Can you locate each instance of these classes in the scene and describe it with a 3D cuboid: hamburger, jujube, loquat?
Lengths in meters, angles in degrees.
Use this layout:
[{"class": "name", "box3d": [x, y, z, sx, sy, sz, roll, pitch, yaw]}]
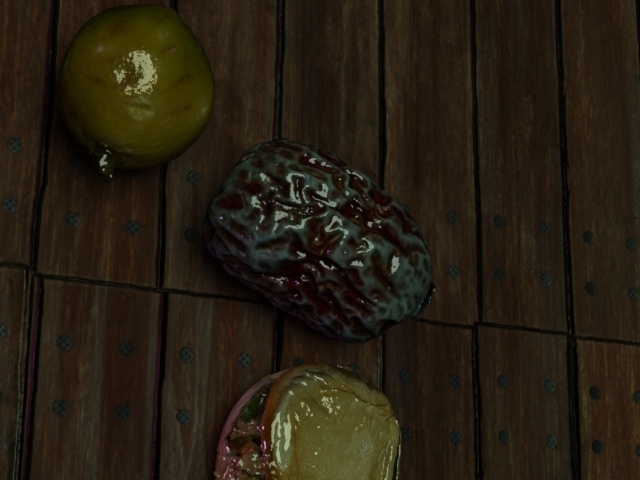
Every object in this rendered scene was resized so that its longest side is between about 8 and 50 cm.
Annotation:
[{"class": "hamburger", "box3d": [-0.015, 0.287, 1.766, 0.286, 0.146, 0.243, -35, 99, -36]}, {"class": "jujube", "box3d": [0.000, 0.000, 1.810, 0.317, 0.226, 0.226, 33, 64, -12]}, {"class": "loquat", "box3d": [-0.248, -0.183, 1.744, 0.213, 0.213, 0.246, 27, 60, -17]}]
